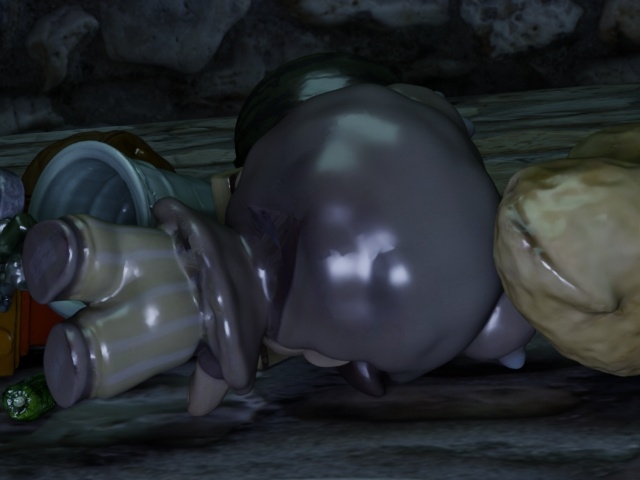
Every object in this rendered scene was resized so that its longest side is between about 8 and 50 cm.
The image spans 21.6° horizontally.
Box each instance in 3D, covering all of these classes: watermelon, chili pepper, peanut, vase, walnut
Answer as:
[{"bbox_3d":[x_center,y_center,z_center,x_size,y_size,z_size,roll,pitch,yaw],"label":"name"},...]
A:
[{"bbox_3d":[0.009,-0.102,1.822,0.212,0.212,0.212,-6,11,1],"label":"watermelon"},{"bbox_3d":[-0.204,0.116,1.272,0.055,0.035,0.118,16,12,33],"label":"chili pepper"},{"bbox_3d":[0.237,0.005,1.214,0.158,0.174,0.340,-6,12,25],"label":"peanut"},{"bbox_3d":[-0.088,0.000,1.413,0.143,0.143,0.299,3,-1,41],"label":"vase"},{"bbox_3d":[-0.230,-0.036,1.746,0.167,0.167,0.207,-3,13,16],"label":"walnut"}]

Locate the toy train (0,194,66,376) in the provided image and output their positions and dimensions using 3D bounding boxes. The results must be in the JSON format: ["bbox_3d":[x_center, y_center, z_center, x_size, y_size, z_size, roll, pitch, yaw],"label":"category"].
[{"bbox_3d":[-0.302,0.020,1.502,0.231,0.163,0.369,2,6,-28],"label":"toy train"}]

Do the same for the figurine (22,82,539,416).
[{"bbox_3d":[-0.021,0.009,1.202,0.380,0.248,0.203,-14,-24,-25],"label":"figurine"}]

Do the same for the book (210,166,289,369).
[{"bbox_3d":[0.000,0.000,1.403,0.026,0.161,0.231,-4,10,37],"label":"book"}]

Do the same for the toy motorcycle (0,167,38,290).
[{"bbox_3d":[-0.320,0.024,1.216,0.205,0.275,0.127,18,36,-38],"label":"toy motorcycle"}]
